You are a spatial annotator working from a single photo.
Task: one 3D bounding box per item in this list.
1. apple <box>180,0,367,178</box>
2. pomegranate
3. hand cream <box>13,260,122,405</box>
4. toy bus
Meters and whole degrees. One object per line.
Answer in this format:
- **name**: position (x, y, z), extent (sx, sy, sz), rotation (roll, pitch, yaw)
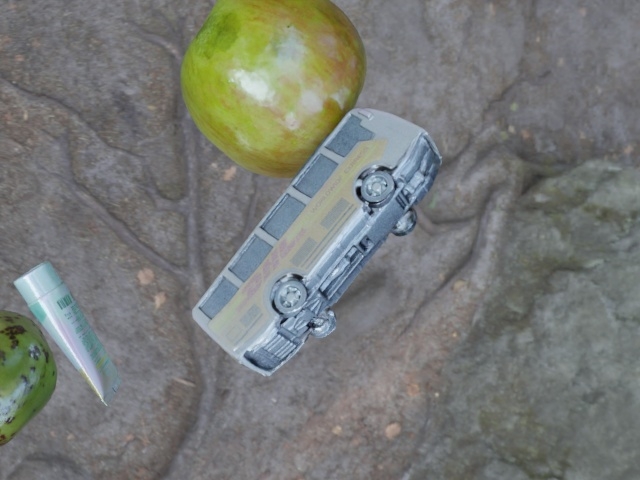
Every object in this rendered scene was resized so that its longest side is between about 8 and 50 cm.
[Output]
- **apple**: position (-0.066, -0.214, 1.016), extent (0.226, 0.246, 0.246), rotation (22, 84, -13)
- **pomegranate**: position (-0.499, 0.177, 1.088), extent (0.214, 0.214, 0.248), rotation (-47, 128, -23)
- **hand cream**: position (-0.287, 0.108, 0.893), extent (0.047, 0.076, 0.174), rotation (-30, 102, 5)
- **toy bus**: position (0.000, 0.000, 0.920), extent (0.342, 0.138, 0.097), rotation (-53, 145, -5)
